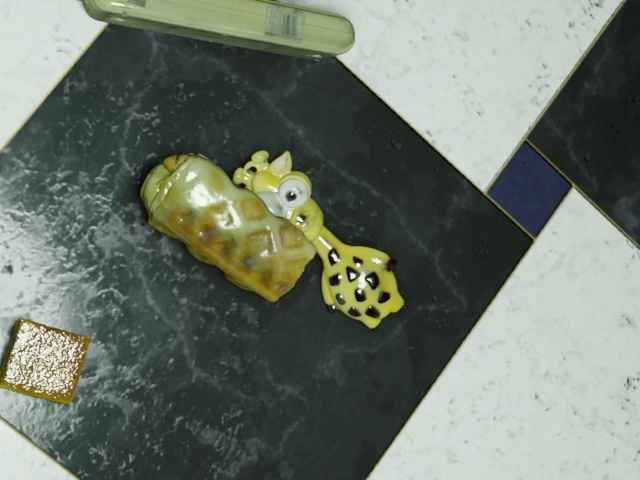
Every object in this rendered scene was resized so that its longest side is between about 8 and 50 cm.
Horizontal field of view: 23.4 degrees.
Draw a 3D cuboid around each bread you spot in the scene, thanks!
[{"bbox_3d":[-0.127,-0.013,1.974,0.232,0.128,0.088,40,38,-15],"label":"bread"},{"bbox_3d":[-0.346,0.151,1.928,0.094,0.035,0.090,18,81,-21],"label":"bread"}]

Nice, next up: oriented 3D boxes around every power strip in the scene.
[{"bbox_3d":[-0.145,-0.294,1.998,0.388,0.092,0.066,7,84,-22],"label":"power strip"}]

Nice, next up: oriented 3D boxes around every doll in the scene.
[{"bbox_3d":[0.000,0.000,2.047,0.117,0.086,0.291,-40,102,12],"label":"doll"}]
